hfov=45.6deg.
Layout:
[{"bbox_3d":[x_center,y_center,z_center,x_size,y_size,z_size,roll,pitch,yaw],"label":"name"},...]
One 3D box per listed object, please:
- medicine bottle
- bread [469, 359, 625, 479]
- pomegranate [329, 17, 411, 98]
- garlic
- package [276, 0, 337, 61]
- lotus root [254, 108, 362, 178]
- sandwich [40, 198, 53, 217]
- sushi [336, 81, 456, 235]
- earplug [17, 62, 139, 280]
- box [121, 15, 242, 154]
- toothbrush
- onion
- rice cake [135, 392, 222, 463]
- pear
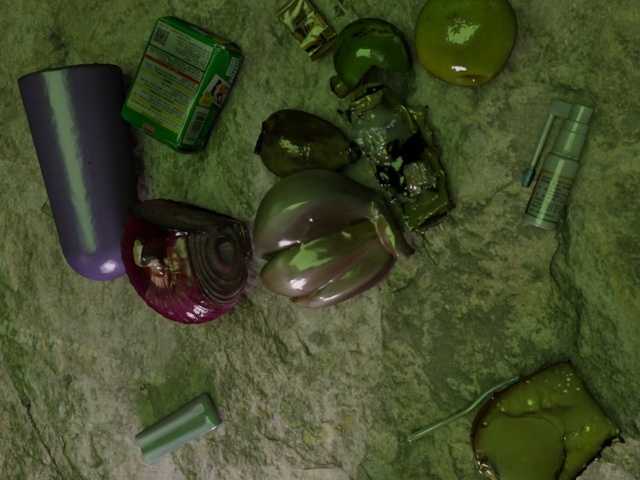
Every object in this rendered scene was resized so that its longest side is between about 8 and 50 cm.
[{"bbox_3d":[0.408,-0.134,1.337,0.092,0.061,0.220,27,105,37],"label":"medicine bottle"},{"bbox_3d":[0.375,0.342,1.346,0.262,0.162,0.204,-28,81,-20],"label":"bread"},{"bbox_3d":[0.078,-0.343,1.402,0.169,0.143,0.122,-13,121,33],"label":"pomegranate"},{"bbox_3d":[0.000,0.000,1.448,0.325,0.132,0.278,-20,106,12],"label":"garlic"},{"bbox_3d":[-0.021,-0.415,1.486,0.071,0.047,0.131,-40,82,18],"label":"package"},{"bbox_3d":[-0.025,-0.179,1.471,0.214,0.138,0.138,15,101,13],"label":"lotus root"},{"bbox_3d":[-0.559,-0.055,1.726,0.116,0.074,0.074,46,110,12],"label":"sandwich"},{"bbox_3d":[0.154,-0.157,1.391,0.139,0.131,0.290,-28,94,26],"label":"sushi"},{"bbox_3d":[-0.494,-0.138,1.631,0.215,0.215,0.455,-6,97,23],"label":"earplug"},{"bbox_3d":[-0.287,-0.322,1.575,0.180,0.103,0.250,30,104,16],"label":"box"},{"bbox_3d":[0.272,0.322,1.458,0.263,0.022,0.026,-33,71,21],"label":"toothbrush"},{"bbox_3d":[-0.284,0.049,1.549,0.256,0.273,0.230,31,122,50],"label":"onion"},{"bbox_3d":[-0.321,0.422,1.699,0.222,0.042,0.080,-33,84,23],"label":"rice cake"},{"bbox_3d":[0.253,-0.379,1.329,0.180,0.166,0.216,-11,69,35],"label":"pear"}]
